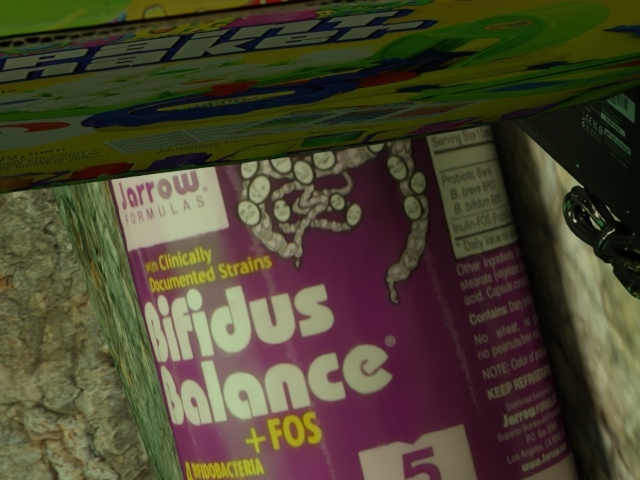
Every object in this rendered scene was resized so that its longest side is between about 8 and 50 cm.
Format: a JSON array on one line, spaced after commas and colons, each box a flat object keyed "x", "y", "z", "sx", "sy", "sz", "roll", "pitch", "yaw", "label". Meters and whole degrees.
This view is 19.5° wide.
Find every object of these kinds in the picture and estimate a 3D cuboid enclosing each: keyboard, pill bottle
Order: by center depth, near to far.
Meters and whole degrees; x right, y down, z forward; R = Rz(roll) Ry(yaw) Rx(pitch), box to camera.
[{"x": 0.106, "y": -0.036, "z": 0.640, "sx": 0.180, "sy": 0.023, "sz": 0.108, "roll": -124, "pitch": 29, "yaw": -60, "label": "keyboard"}, {"x": 0.000, "y": 0.000, "z": 0.810, "sx": 0.169, "sy": 0.169, "sz": 0.302, "roll": 168, "pitch": 87, "yaw": -78, "label": "pill bottle"}]

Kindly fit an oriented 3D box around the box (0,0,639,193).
[{"x": -0.023, "y": -0.116, "z": 0.453, "sx": 0.279, "sy": 0.289, "sz": 0.177, "roll": 166, "pitch": 95, "yaw": -76, "label": "box"}]
